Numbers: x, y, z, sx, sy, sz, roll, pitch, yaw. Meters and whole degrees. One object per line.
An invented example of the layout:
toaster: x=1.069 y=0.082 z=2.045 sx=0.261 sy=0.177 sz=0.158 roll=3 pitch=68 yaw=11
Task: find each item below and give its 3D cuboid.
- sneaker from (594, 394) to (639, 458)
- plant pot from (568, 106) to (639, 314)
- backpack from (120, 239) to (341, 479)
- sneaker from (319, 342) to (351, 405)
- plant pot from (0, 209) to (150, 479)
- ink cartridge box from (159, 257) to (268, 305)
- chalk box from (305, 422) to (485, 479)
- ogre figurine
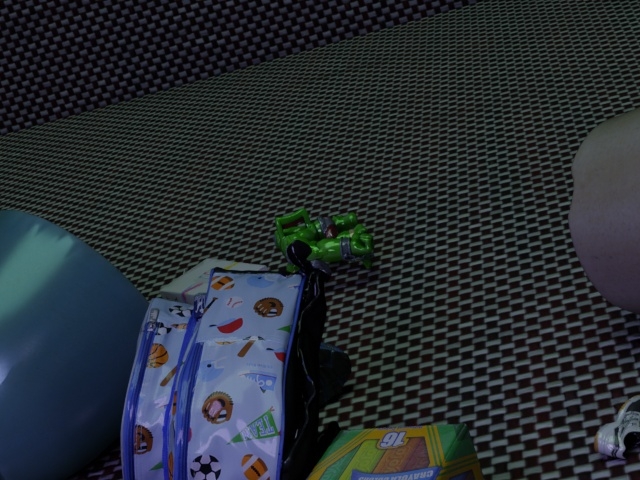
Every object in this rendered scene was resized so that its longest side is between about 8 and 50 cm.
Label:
sneaker: x=0.295 y=0.180 z=1.349 sx=0.037 sy=0.032 sz=0.083 roll=19 pitch=45 yaw=38
plant pot: x=0.435 y=-0.046 z=1.446 sx=0.334 sy=0.334 sz=0.305 roll=-35 pitch=15 yaw=-37
backpack: x=-0.080 y=0.179 z=1.335 sx=0.213 sy=0.277 sz=0.263 roll=-6 pitch=33 yaw=2
sneaker: x=-0.070 y=0.154 z=1.643 sx=0.221 sy=0.083 sz=0.087 roll=-11 pitch=17 yaw=14
plant pot: x=-0.345 y=0.152 z=1.613 sx=0.293 sy=0.293 sz=0.235 roll=4 pitch=45 yaw=45
ink cartridge box: x=-0.132 y=0.086 z=1.843 sx=0.090 sy=0.092 sz=0.143 roll=-35 pitch=25 yaw=-35
chalk box: x=0.048 y=0.266 z=1.184 sx=0.132 sy=0.132 sz=0.213 roll=-7 pitch=23 yaw=29
ogre figurine: x=0.000 y=0.000 z=1.950 sx=0.118 sy=0.097 sz=0.197 roll=-9 pitch=31 yaw=-9
